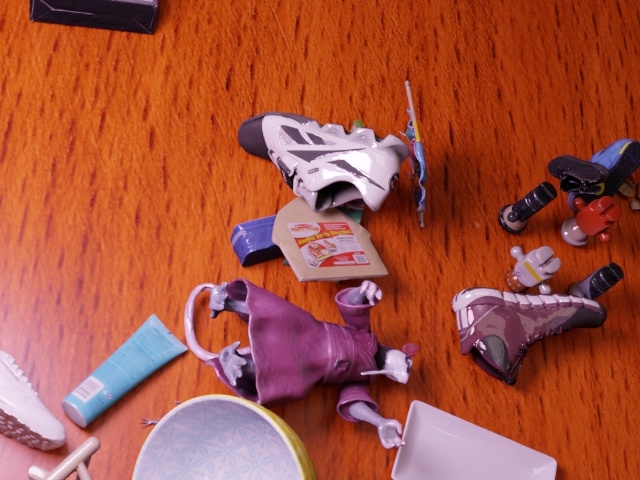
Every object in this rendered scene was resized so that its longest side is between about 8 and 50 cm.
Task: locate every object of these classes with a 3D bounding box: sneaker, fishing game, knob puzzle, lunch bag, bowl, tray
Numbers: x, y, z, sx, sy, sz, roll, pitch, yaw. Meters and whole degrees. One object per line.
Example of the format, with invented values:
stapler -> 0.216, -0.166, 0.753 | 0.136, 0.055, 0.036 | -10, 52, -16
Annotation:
sneaker -> -0.023, -0.127, 1.540 | 0.330, 0.122, 0.146 | 13, 74, 32
sneaker -> 0.567, -0.131, 1.831 | 0.209, 0.082, 0.069 | -42, 114, -15
fishing game -> 0.161, -0.138, 1.592 | 0.041, 0.264, 0.189 | -8, 61, 3
sneaker -> 0.489, -0.125, 1.746 | 0.089, 0.170, 0.051 | -23, 114, -30
knob puzzle -> 0.000, 0.000, 1.524 | 0.213, 0.030, 0.213 | 15, 39, -13
sneaker -> -0.457, 0.214, 1.294 | 0.235, 0.090, 0.095 | 34, 48, 0
lunch bag -> -0.101, -0.004, 1.533 | 0.098, 0.067, 0.065 | -16, 69, -26
sneaker -> 0.368, 0.179, 1.581 | 0.281, 0.106, 0.163 | 5, 68, -5
bowl -> -0.107, 0.364, 1.262 | 0.156, 0.289, 0.289 | 21, 44, -59
tray -> 0.251, 0.377, 1.465 | 0.270, 0.030, 0.145 | 24, 59, -5

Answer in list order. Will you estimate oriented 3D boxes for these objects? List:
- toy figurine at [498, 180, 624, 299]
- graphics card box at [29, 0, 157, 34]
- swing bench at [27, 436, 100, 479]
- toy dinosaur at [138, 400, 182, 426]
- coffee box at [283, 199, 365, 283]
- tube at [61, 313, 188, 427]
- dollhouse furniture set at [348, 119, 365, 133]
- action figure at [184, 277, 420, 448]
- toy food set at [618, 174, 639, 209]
toy figurine -> 0.440, 0.013, 1.663 | 0.213, 0.148, 0.210 | 10, 66, -15
graphics card box -> -0.430, -0.575, 1.720 | 0.232, 0.094, 0.371 | 2, 61, -17
swing bench -> -0.372, 0.400, 1.118 | 0.254, 0.253, 0.165 | -22, 71, -28
toy dinosaur -> -0.227, 0.284, 1.356 | 0.090, 0.047, 0.082 | 25, 76, -16
coffee box -> 0.011, -0.023, 1.595 | 0.113, 0.040, 0.184 | 21, 58, -6
tube -> -0.301, 0.199, 1.374 | 0.080, 0.052, 0.207 | 46, 54, 4
dollhouse furniture set -> 0.015, -0.172, 1.667 | 0.151, 0.058, 0.076 | -20, 70, -26
action figure -> -0.004, 0.193, 1.424 | 0.370, 0.275, 0.248 | 12, 77, -34
toy food set -> 0.657, -0.093, 1.859 | 0.078, 0.019, 0.122 | -23, 64, -27
